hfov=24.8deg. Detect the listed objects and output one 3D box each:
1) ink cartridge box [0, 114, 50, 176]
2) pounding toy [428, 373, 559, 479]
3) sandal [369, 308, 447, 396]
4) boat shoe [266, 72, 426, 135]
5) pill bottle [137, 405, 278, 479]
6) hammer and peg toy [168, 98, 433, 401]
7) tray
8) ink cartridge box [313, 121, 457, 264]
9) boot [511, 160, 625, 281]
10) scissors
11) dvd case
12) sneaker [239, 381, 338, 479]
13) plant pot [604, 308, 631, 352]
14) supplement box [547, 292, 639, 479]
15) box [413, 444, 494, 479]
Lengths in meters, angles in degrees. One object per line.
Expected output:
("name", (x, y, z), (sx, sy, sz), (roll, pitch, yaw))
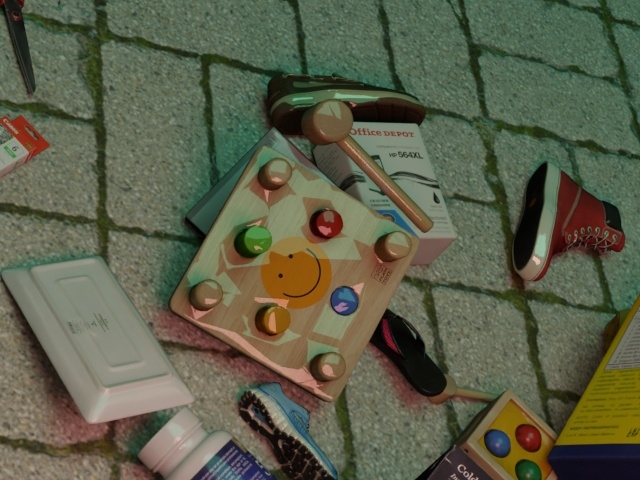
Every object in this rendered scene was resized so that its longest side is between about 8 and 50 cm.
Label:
("ink cartridge box", (-0.409, -0.127, 1.904), (0.063, 0.029, 0.115), (46, 47, 6))
("pounding toy", (0.239, 0.252, 1.983), (0.206, 0.094, 0.181), (44, 47, 3))
("sandal", (0.114, 0.139, 2.000), (0.067, 0.040, 0.179), (-18, 51, -33))
("boat shoe", (0.039, -0.216, 2.200), (0.258, 0.095, 0.095), (1, 52, -30))
("pill bottle", (-0.122, 0.290, 1.723), (0.187, 0.112, 0.112), (44, 47, 3))
("hammer and peg toy", (0.000, 0.000, 1.901), (0.266, 0.127, 0.361), (32, 76, -9))
("tray", (-0.271, 0.107, 1.766), (0.145, 0.030, 0.270), (-10, 46, -34))
("ink cartridge box", (0.093, -0.070, 2.130), (0.148, 0.086, 0.203), (-1, 60, -31))
("boot", (0.397, 0.000, 2.269), (0.176, 0.088, 0.244), (32, 44, -10))
("scissors", (-0.441, -0.328, 2.039), (0.109, 0.021, 0.297), (15, 53, -25))
("dvd case", (-0.039, -0.013, 1.993), (0.239, 0.029, 0.179), (43, 77, 3))
("sneaker", (-0.027, 0.242, 1.851), (0.073, 0.063, 0.162), (-29, 76, -45))
("plant pot", (0.479, 0.150, 2.216), (0.083, 0.081, 0.081), (20, 50, -10))
("supplement box", (0.498, 0.241, 1.995), (0.195, 0.194, 0.356), (57, 50, -23))
("box", (0.055, 0.439, 1.566), (0.179, 0.343, 0.312), (43, 47, 4))
